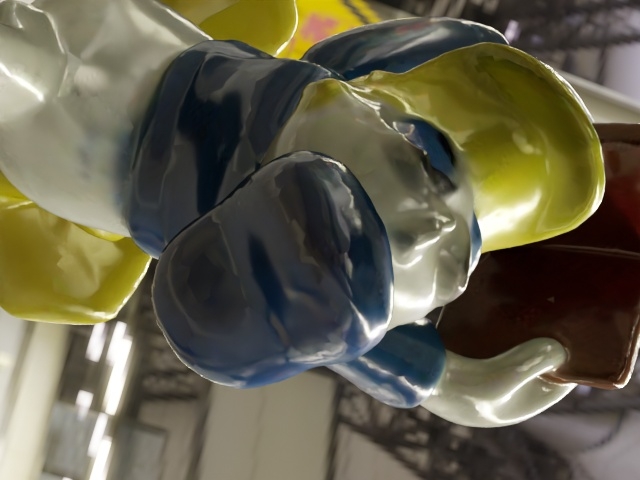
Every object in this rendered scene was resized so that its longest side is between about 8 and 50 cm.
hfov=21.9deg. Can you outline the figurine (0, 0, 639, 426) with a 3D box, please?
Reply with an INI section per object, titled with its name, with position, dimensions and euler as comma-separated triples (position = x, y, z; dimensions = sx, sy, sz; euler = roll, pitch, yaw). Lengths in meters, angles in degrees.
[figurine]
position = 0.000, 0.000, 0.597
dimensions = 0.338, 0.283, 0.204
euler = -119, -130, -79
